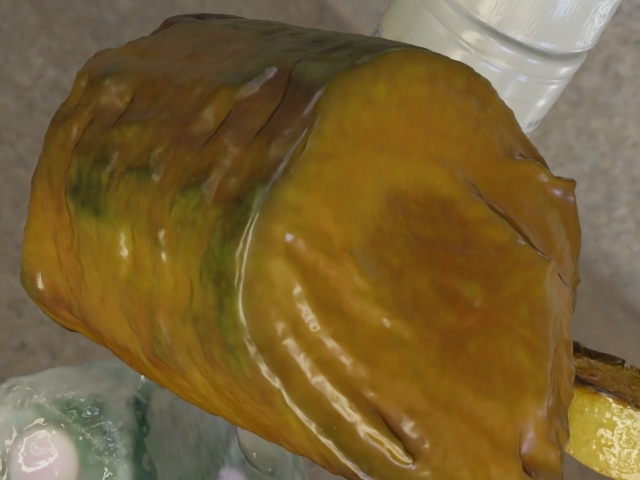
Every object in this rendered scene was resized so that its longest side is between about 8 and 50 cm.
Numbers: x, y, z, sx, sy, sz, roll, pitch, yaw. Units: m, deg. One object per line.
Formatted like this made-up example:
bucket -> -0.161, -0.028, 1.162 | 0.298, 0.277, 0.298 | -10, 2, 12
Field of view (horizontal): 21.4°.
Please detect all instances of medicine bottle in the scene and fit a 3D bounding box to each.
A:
medicine bottle -> 0.140, -0.172, 1.669 | 0.190, 0.332, 0.190 | 23, 34, -16

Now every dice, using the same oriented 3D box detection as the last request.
dice -> -0.211, 0.292, 1.623 | 0.328, 0.330, 0.348 | 10, 62, -62

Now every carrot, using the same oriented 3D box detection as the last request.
carrot -> 0.000, 0.000, 0.969 | 0.241, 0.341, 0.241 | -18, 116, -42

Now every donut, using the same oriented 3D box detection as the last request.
donut -> 0.311, 0.163, 1.490 | 0.259, 0.101, 0.152 | 12, 15, -10
